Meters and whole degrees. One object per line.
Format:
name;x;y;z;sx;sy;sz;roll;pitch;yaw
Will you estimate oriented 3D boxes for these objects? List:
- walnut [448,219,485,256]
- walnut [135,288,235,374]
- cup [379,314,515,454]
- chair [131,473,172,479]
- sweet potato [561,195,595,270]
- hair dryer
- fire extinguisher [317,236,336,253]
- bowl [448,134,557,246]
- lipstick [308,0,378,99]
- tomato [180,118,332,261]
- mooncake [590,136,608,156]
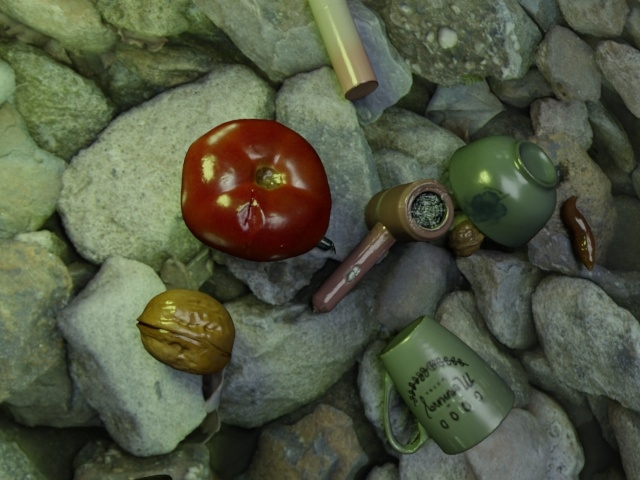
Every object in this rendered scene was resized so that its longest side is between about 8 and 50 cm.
walnut;0.343;-0.006;1.253;0.096;0.082;0.079;-39;117;-37
walnut;-0.239;0.161;0.959;0.180;0.144;0.144;19;70;-10
cup;0.216;0.306;1.086;0.258;0.186;0.234;-43;84;2
chair;-0.284;0.585;0.779;0.226;0.226;0.401;-12;81;-23
sweet potato;0.683;-0.019;1.403;0.055;0.058;0.202;-19;75;19
hair dryer;0.111;0.025;1.107;0.125;0.210;0.352;44;80;-10
fire extinguisher;0.000;0.000;1.154;0.083;0.025;0.038;28;45;-11
bowl;0.459;-0.143;1.262;0.289;0.146;0.289;15;57;-25
lipstick;0.042;-0.503;1.274;0.087;0.087;0.327;-16;82;-24
tomato;-0.122;-0.086;1.022;0.298;0.226;0.299;7;66;-16
mooncake;0.910;-0.298;1.569;0.346;0.057;0.150;-32;75;-31
